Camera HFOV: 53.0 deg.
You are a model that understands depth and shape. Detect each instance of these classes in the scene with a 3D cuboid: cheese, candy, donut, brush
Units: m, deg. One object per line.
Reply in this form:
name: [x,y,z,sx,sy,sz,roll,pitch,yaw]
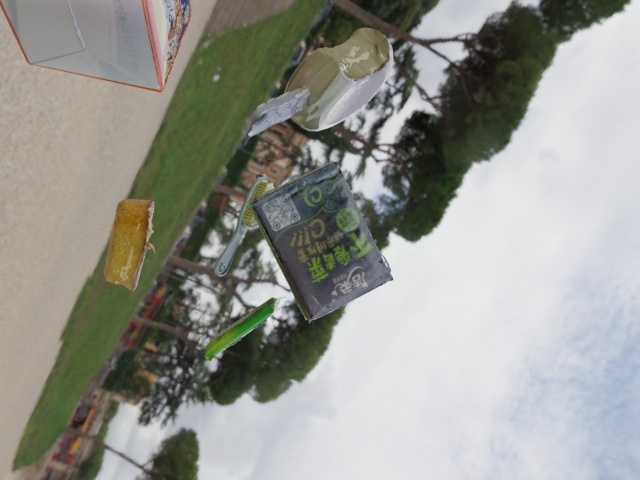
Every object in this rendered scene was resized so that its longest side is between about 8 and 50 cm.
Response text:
cheese: [-0.005,-0.214,0.927,0.286,0.082,0.163,-36,170,-43]
candy: [-0.145,0.163,1.238,0.178,0.032,0.102,-36,-177,4]
donut: [-0.504,0.009,1.716,0.253,0.118,0.253,-172,-90,-74]
brush: [-0.186,-0.036,1.663,0.296,0.060,0.068,-65,151,-11]

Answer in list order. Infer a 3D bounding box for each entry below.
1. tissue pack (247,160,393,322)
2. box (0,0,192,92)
tissue pack: [0.000,0.000,1.114,0.173,0.235,0.073,-27,-172,-1]
box: [-0.455,-0.533,1.309,0.348,0.319,0.256,100,0,-65]
